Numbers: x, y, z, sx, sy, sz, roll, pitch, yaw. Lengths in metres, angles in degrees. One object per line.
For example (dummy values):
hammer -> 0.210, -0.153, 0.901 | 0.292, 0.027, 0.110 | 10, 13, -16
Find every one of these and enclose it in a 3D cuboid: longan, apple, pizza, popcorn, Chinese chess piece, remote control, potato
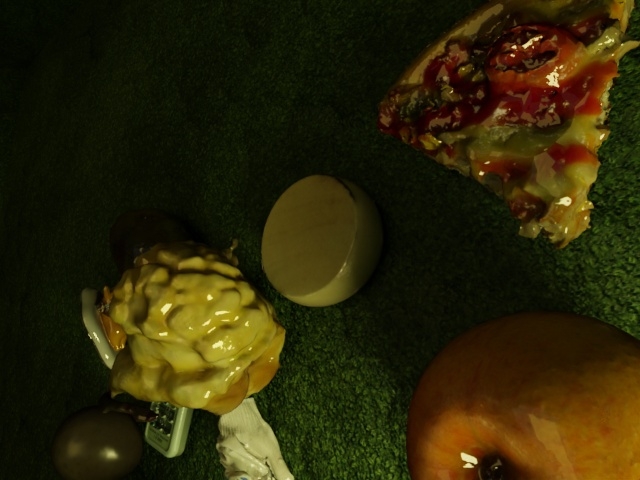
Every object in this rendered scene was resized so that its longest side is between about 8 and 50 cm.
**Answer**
longan -> -0.543, 0.499, 1.098 | 0.220, 0.196, 0.197 | 0, 78, 37
apple -> 0.231, 0.218, 0.478 | 0.299, 0.275, 0.299 | -8, 78, 41
pizza -> 0.290, -0.191, 0.639 | 0.440, 0.130, 0.406 | -30, 58, 31
popcorn -> -0.249, 0.176, 0.829 | 0.381, 0.349, 0.349 | -43, 49, -11
Chinese chess piece -> 0.000, 0.000, 0.847 | 0.250, 0.097, 0.251 | -14, 68, 37
remote control -> -0.321, 0.314, 1.047 | 0.128, 0.065, 0.335 | 7, 82, 39
potato -> -0.431, 0.025, 1.152 | 0.307, 0.173, 0.210 | 41, 106, 37

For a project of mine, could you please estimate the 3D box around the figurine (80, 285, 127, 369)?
figurine -> -0.556, 0.221, 1.266 | 0.141, 0.166, 0.250 | -24, 86, -7

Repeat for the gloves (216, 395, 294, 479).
gloves -> -0.128, 0.403, 0.844 | 0.119, 0.097, 0.229 | -18, 46, -14
